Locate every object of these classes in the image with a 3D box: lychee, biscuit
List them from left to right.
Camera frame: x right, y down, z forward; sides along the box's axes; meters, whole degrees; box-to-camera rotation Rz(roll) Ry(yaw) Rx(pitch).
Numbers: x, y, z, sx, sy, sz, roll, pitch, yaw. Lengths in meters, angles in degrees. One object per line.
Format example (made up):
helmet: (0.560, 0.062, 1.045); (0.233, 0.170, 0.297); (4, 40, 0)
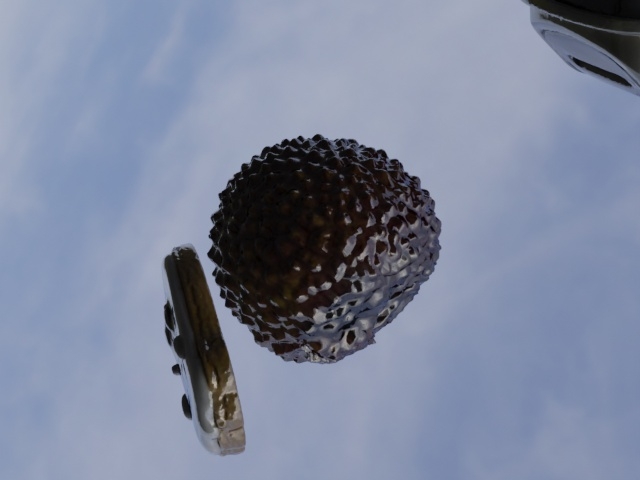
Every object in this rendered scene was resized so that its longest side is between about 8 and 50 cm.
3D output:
biscuit: (-0.115, 0.105, 1.492); (0.181, 0.049, 0.208); (92, -20, -59)
lychee: (0.000, 0.000, 1.264); (0.188, 0.188, 0.188); (-36, -141, 37)

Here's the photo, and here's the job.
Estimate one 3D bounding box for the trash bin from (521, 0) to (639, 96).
trash bin: (0.278, -0.267, 1.346); (0.209, 0.182, 0.290); (-137, -134, -65)
